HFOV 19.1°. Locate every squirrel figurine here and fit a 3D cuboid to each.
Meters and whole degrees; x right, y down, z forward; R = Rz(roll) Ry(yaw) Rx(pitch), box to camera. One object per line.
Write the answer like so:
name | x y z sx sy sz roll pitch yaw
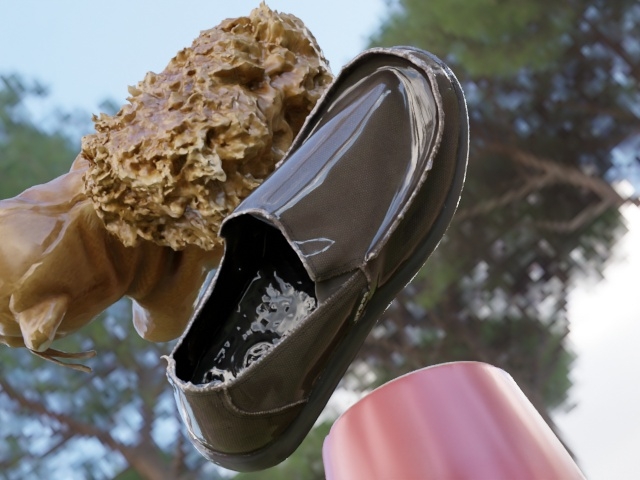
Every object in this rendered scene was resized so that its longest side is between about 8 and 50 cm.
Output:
squirrel figurine | -0.169 -0.048 1.800 0.370 0.281 0.397 -20 -20 -31

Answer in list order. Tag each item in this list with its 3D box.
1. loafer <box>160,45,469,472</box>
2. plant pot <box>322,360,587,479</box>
loafer | 0.000 0.000 1.451 0.366 0.133 0.130 -64 -28 -14
plant pot | 0.129 0.262 1.729 0.275 0.243 0.275 -16 -32 -10
